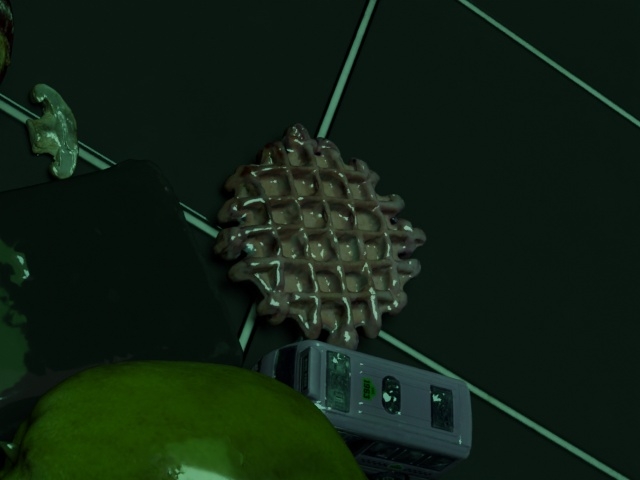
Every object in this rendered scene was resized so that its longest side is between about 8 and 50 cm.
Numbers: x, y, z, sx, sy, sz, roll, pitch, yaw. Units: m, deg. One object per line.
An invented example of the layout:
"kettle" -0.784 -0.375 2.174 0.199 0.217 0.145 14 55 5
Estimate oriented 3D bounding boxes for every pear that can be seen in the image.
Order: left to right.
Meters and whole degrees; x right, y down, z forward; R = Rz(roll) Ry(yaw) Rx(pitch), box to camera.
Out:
"pear" -0.099 0.222 1.014 0.321 0.269 0.269 24 54 -16

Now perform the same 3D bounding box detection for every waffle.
"waffle" 0.000 0.000 1.325 0.221 0.055 0.234 42 50 -6

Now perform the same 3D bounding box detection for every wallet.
"wallet" -0.271 0.066 1.106 0.406 0.062 0.228 -15 74 -37

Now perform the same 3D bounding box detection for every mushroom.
"mushroom" -0.248 -0.101 1.238 0.049 0.019 0.101 -6 68 -35

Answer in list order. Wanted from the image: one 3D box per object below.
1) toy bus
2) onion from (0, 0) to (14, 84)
"toy bus" 0.037 0.159 1.226 0.199 0.108 0.096 18 56 -25
"onion" -0.359 -0.171 1.149 0.198 0.135 0.173 16 68 21
